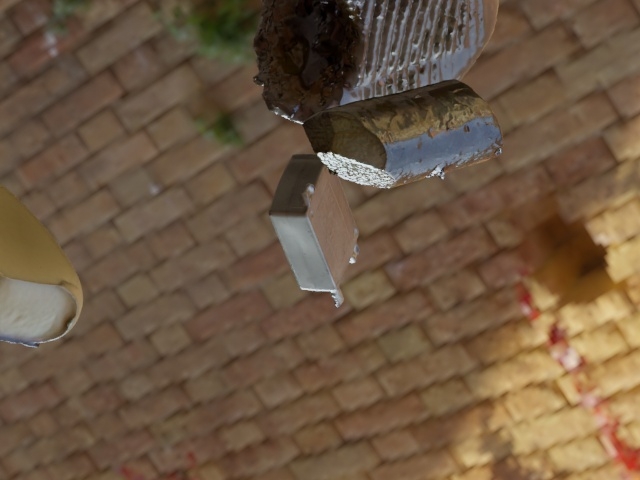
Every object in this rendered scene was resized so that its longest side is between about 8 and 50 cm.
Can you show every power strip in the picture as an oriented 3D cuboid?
[{"bbox_3d":[0.000,0.000,1.536,0.042,0.175,0.075,3,-131,22],"label":"power strip"}]

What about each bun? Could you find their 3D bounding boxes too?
[{"bbox_3d":[0.043,-0.258,1.740,0.281,0.281,0.205,-35,-127,-6],"label":"bun"}]

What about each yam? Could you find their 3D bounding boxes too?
[{"bbox_3d":[0.061,-0.071,1.203,0.146,0.070,0.069,-17,180,-29],"label":"yam"}]

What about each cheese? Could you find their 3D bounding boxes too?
[{"bbox_3d":[-0.253,-0.026,1.191,0.050,0.127,0.255,-58,-139,21],"label":"cheese"}]
